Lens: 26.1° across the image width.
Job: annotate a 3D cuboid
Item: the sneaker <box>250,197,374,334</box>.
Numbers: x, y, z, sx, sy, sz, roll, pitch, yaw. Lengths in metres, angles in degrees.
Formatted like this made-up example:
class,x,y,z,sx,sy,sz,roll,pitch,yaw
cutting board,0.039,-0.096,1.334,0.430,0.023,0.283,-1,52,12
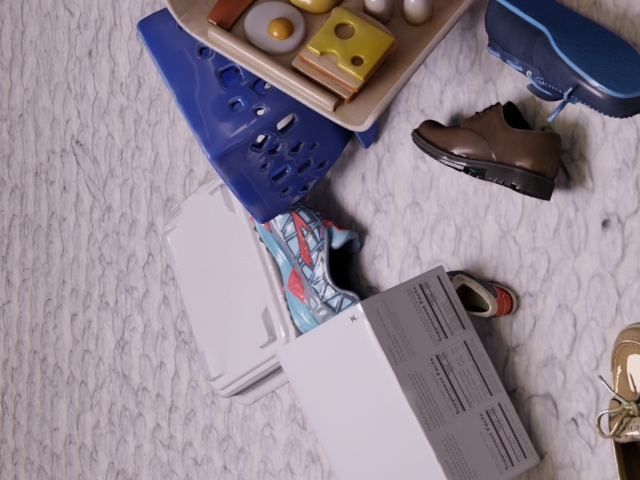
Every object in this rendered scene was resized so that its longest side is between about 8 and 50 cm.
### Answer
class,x,y,z,sx,sy,sz,roll,pitch,yaw
sneaker,0.000,0.000,1.857,0.125,0.104,0.262,-30,77,32

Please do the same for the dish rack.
class,x,y,z,sx,sy,sz,roll,pitch,yaw
dish rack,-0.134,0.063,2.042,0.285,0.072,0.333,-36,67,50

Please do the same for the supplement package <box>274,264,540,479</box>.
class,x,y,z,sx,sy,sz,roll,pitch,yaw
supplement package,0.099,0.198,1.666,0.204,0.145,0.262,-33,80,52

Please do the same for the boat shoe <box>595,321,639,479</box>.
class,x,y,z,sx,sy,sz,roll,pitch,yaw
boat shoe,0.352,0.227,1.431,0.104,0.089,0.285,-23,78,52

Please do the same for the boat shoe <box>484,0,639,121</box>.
class,x,y,z,sx,sy,sz,roll,pitch,yaw
boat shoe,0.265,-0.188,1.475,0.258,0.109,0.089,-122,33,-51

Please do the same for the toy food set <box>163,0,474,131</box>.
class,x,y,z,sx,sy,sz,roll,pitch,yaw
toy food set,0.000,-0.284,1.605,0.306,0.220,0.092,33,160,16

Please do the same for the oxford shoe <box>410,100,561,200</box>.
class,x,y,z,sx,sy,sz,roll,pitch,yaw
oxford shoe,0.196,-0.116,1.591,0.227,0.083,0.096,22,95,48

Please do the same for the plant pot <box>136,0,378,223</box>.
class,x,y,z,sx,sy,sz,roll,pitch,yaw
plant pot,-0.066,-0.195,1.749,0.212,0.236,0.236,-31,65,4

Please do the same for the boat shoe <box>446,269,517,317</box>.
class,x,y,z,sx,sy,sz,roll,pitch,yaw
boat shoe,0.176,0.067,1.666,0.137,0.043,0.049,15,111,51
